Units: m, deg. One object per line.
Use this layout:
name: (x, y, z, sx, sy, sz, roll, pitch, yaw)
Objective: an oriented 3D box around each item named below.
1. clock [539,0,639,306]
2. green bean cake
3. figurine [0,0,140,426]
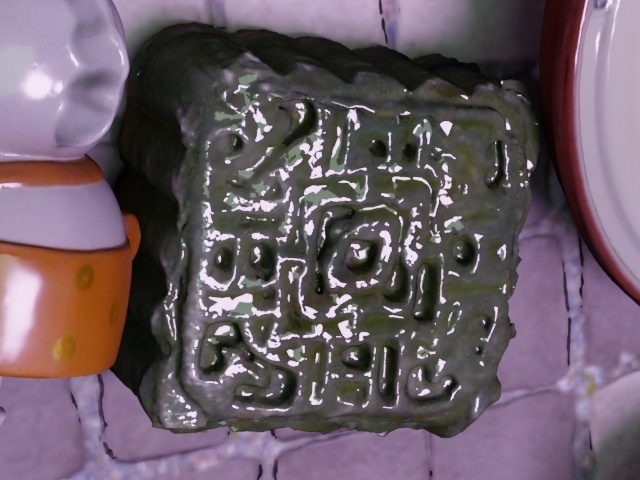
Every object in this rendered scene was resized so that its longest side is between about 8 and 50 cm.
clock: (0.239, -0.100, 0.830, 0.318, 0.080, 0.319, -14, 118, -28)
green bean cake: (0.000, 0.000, 0.809, 0.181, 0.094, 0.173, 5, 103, -21)
figurine: (-0.129, -0.033, 0.738, 0.143, 0.143, 0.271, 25, 86, -23)
